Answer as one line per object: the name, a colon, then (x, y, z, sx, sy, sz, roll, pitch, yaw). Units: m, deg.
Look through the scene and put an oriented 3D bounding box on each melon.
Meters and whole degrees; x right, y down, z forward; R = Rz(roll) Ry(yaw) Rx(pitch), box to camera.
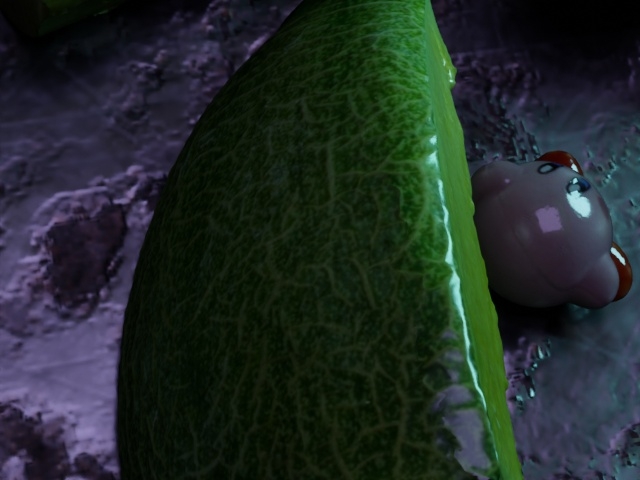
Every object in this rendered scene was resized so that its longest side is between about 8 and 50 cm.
melon: (0.000, 0.000, 0.870, 0.124, 0.196, 0.323, 27, 48, -39)

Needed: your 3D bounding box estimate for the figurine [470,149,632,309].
figurine: (0.103, -0.001, 0.918, 0.067, 0.071, 0.083, -47, 70, 16)

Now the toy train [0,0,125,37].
toy train: (-0.061, -0.218, 0.945, 0.307, 0.126, 0.189, -25, 74, -22)
